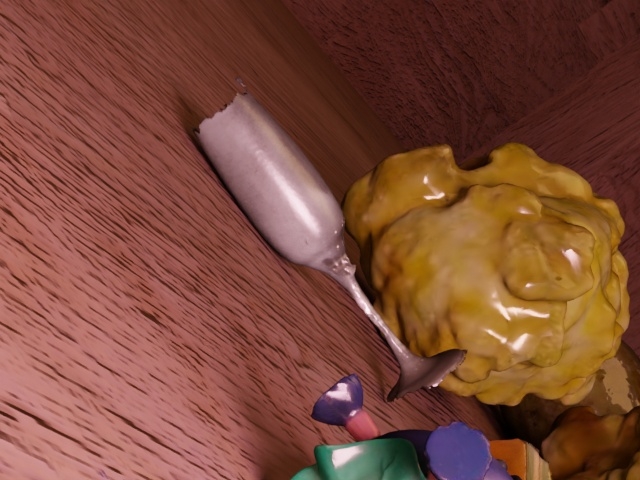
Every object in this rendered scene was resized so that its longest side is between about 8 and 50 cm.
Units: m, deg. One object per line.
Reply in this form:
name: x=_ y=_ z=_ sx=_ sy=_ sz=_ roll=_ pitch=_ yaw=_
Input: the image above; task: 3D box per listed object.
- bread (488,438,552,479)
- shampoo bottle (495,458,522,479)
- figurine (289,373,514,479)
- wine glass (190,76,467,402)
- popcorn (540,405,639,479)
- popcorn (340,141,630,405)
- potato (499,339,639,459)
bread: x=0.112 y=0.215 z=1.021 sx=0.074 sy=0.084 sz=0.139 roll=44 pitch=44 yaw=-56
shampoo bottle: x=0.170 y=0.245 z=0.903 sx=0.284 sy=0.101 sz=0.101 roll=53 pitch=8 yaw=-10
figurine: x=0.060 y=0.147 z=0.680 sx=0.111 sy=0.102 sz=0.195 roll=14 pitch=-21 yaw=45
wine glass: x=0.000 y=0.000 z=1.072 sx=0.262 sy=0.074 sz=0.074 roll=52 pitch=8 yaw=-7
popcorn: x=0.281 y=0.244 z=1.263 sx=0.251 sy=0.206 sz=0.237 roll=43 pitch=17 yaw=22
popcorn: x=0.159 y=0.031 z=1.311 sx=0.250 sy=0.235 sz=0.241 roll=24 pitch=46 yaw=-51
potato: x=0.313 y=0.210 z=1.673 sx=0.307 sy=0.173 sz=0.210 roll=39 pitch=15 yaw=-54
